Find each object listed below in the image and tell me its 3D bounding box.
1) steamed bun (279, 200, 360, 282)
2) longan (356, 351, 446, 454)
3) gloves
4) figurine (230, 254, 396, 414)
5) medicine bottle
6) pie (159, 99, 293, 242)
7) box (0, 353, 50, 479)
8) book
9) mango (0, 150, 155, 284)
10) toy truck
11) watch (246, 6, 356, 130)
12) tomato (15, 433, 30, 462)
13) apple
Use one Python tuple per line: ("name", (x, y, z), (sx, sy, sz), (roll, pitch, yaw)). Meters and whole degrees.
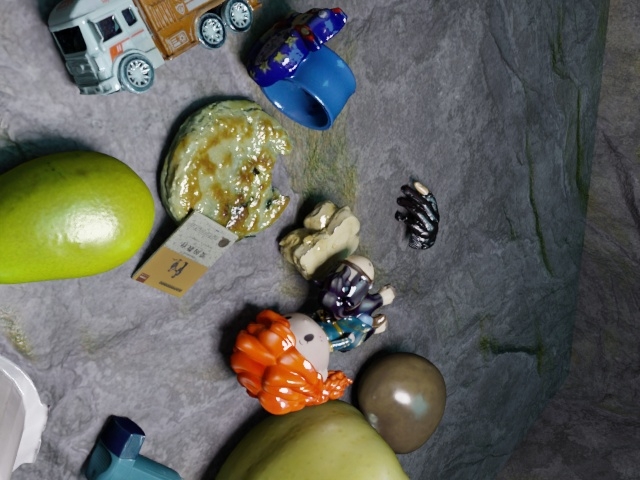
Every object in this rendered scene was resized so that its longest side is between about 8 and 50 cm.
("steamed bun", (0.000, 0.000, 1.275), (0.177, 0.106, 0.192), (-45, 148, -7))
("longan", (0.223, 0.466, 1.607), (0.300, 0.243, 0.301), (-2, 94, -27))
("gloves", (0.282, -0.078, 1.546), (0.129, 0.106, 0.181), (-31, 131, -33))
("figurine", (0.002, 0.206, 1.240), (0.411, 0.241, 0.306), (-40, 158, -16))
("medicine bottle", (-0.349, 0.450, 1.094), (0.124, 0.079, 0.258), (-52, 137, -19))
("pie", (-0.169, -0.125, 1.064), (0.302, 0.066, 0.303), (-24, 124, -41))
("box", (-0.515, 0.284, 0.694), (0.291, 0.206, 0.263), (-29, 112, -15))
("book", (-0.247, 0.029, 1.029), (0.172, 0.012, 0.118), (-45, 139, 10))
("mango", (-0.375, -0.036, 0.814), (0.272, 0.149, 0.186), (-10, 115, -40))
("toy truck", (-0.249, -0.345, 0.836), (0.305, 0.136, 0.162), (-44, 127, -30))
("watch", (-0.023, -0.313, 1.054), (0.171, 0.196, 0.200), (-50, 130, -7))
("tomato", (-0.508, 0.274, 0.846), (0.155, 0.069, 0.156), (-5, 104, -22))
("apple", (-0.014, 0.603, 1.254), (0.473, 0.473, 0.474), (-21, 121, -41))
